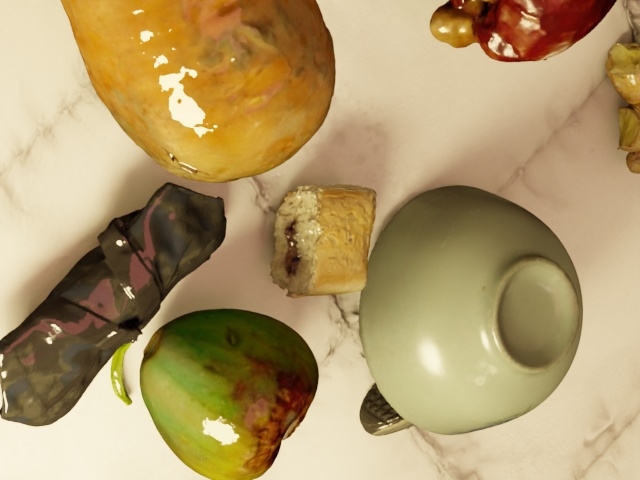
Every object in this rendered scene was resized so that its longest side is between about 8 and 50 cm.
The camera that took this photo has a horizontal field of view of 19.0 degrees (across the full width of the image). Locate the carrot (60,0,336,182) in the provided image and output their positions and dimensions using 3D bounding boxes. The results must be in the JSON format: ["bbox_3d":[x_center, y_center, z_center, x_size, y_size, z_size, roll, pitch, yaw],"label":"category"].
[{"bbox_3d":[-0.121,-0.220,1.739,0.224,0.224,0.341,-38,128,-21],"label":"carrot"}]

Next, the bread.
[{"bbox_3d":[0.001,-0.001,2.043,0.106,0.082,0.125,-2,101,-50],"label":"bread"}]

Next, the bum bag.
[{"bbox_3d":[-0.211,0.061,1.897,0.310,0.074,0.137,-48,142,-12],"label":"bum bag"}]

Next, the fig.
[{"bbox_3d":[-0.099,0.155,1.974,0.191,0.181,0.181,37,83,-20],"label":"fig"}]

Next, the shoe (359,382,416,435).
[{"bbox_3d":[0.130,0.181,2.242,0.194,0.074,0.077,-35,134,-25],"label":"shoe"}]

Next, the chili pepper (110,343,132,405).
[{"bbox_3d":[-0.203,0.136,1.974,0.030,0.017,0.083,-10,115,-39],"label":"chili pepper"}]

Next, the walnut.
[{"bbox_3d":[0.234,-0.310,2.021,0.269,0.222,0.244,-36,161,-33],"label":"walnut"}]

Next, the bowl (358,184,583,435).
[{"bbox_3d":[0.197,0.082,2.143,0.289,0.146,0.289,-1,92,-36],"label":"bowl"}]

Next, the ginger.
[{"bbox_3d":[0.420,-0.183,2.295,0.157,0.102,0.216,-17,129,-3],"label":"ginger"}]
